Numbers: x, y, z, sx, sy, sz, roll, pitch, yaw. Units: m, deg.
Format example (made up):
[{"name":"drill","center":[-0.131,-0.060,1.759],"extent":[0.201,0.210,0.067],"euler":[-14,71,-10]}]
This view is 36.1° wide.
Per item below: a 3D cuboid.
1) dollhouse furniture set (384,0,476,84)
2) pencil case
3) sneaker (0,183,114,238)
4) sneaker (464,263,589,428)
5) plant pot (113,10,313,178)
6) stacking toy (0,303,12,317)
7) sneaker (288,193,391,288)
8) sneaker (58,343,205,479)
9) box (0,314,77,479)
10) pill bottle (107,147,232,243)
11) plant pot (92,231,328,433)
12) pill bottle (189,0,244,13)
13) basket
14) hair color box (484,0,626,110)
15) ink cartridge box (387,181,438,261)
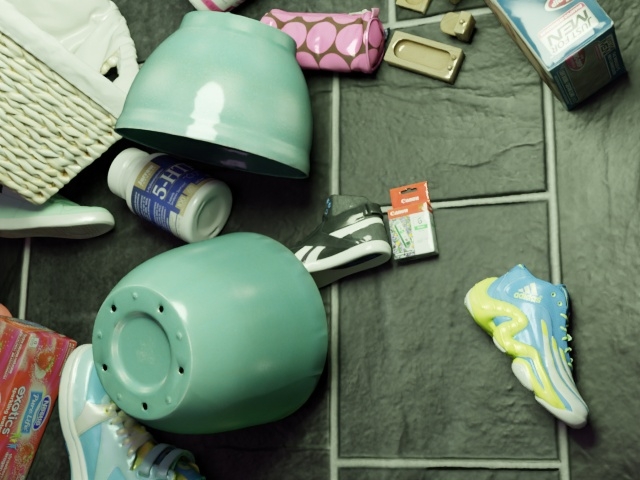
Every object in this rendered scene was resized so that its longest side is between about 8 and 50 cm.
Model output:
[{"name":"dollhouse furniture set","center":[0.149,-0.340,1.460],"extent":[0.144,0.123,0.151],"euler":[22,88,25]},{"name":"pencil case","center":[-0.003,-0.316,1.538],"extent":[0.209,0.095,0.098],"euler":[7,112,23]},{"name":"sneaker","center":[-0.461,-0.083,1.674],"extent":[0.256,0.094,0.151],"euler":[1,76,22]},{"name":"sneaker","center":[0.303,0.129,1.312],"extent":[0.126,0.091,0.240],"euler":[-41,66,9]},{"name":"plant pot","center":[-0.138,-0.220,1.452],"extent":[0.293,0.293,0.196],"euler":[12,87,24]},{"name":"stacking toy","center":[-0.703,0.141,1.704],"extent":[0.279,0.130,0.309],"euler":[-44,66,8]},{"name":"sneaker","center":[0.000,0.000,1.482],"extent":[0.217,0.079,0.121],"euler":[-17,61,19]},{"name":"sneaker","center":[-0.278,0.306,1.498],"extent":[0.208,0.127,0.318],"euler":[-11,84,22]},{"name":"box","center":[-0.521,0.258,1.603],"extent":[0.123,0.128,0.256],"euler":[18,86,25]},{"name":"pill bottle","center":[-0.245,-0.076,1.572],"extent":[0.187,0.112,0.112],"euler":[26,89,25]},{"name":"plant pot","center":[-0.174,0.139,1.383],"extent":[0.293,0.235,0.292],"euler":[2,95,33]},{"name":"pill bottle","center":[-0.105,-0.496,1.579],"extent":[0.283,0.160,0.160],"euler":[-31,69,14]},{"name":"basket","center":[-0.489,-0.291,1.567],"extent":[0.266,0.331,0.328],"euler":[-40,44,16]},{"name":"hair color box","center":[0.280,-0.365,1.384],"extent":[0.105,0.174,0.347],"euler":[-36,67,12]},{"name":"ink cartridge box","center":[0.134,-0.030,1.450],"extent":[0.063,0.029,0.115],"euler":[-13,74,20]}]
